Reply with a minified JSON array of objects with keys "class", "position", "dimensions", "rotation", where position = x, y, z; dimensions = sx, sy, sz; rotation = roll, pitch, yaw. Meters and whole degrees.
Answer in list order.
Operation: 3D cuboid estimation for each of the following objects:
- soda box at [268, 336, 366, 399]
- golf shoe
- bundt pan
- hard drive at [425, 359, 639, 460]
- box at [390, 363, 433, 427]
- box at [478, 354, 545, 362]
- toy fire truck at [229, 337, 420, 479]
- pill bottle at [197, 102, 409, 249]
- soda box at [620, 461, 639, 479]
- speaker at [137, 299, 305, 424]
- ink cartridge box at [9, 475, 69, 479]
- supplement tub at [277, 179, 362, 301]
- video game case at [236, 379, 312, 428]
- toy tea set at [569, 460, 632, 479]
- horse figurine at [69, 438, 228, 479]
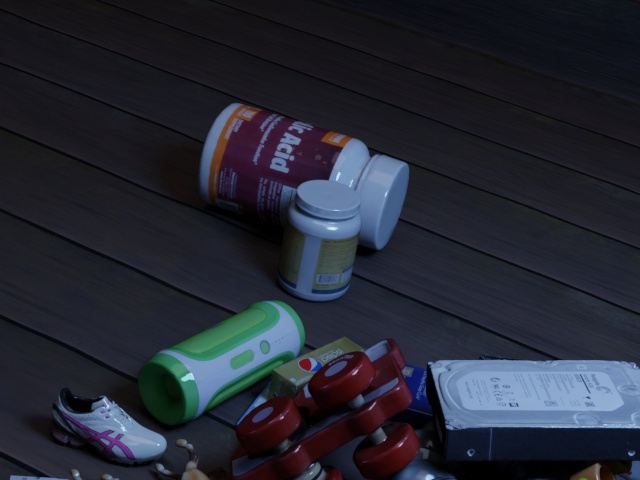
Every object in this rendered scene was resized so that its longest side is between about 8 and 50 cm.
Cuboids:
[{"class":"soda box","position":[-0.002,0.224,2.116],"dimensions":[0.058,0.061,0.181],"rotation":[30,34,33]},{"class":"golf shoe","position":[-0.321,0.281,1.915],"dimensions":[0.186,0.086,0.067],"rotation":[15,28,6]},{"class":"bundt pan","position":[0.238,0.379,1.889],"dimensions":[0.331,0.124,0.331],"rotation":[8,28,-4]},{"class":"hard drive","position":[0.340,0.253,1.918],"dimensions":[0.339,0.064,0.237],"rotation":[1,19,-2]},{"class":"box","position":[0.225,0.282,2.151],"dimensions":[0.225,0.036,0.136],"rotation":[16,29,7]},{"class":"box","position":[0.382,0.264,2.130],"dimensions":[0.175,0.051,0.220],"rotation":[8,15,-23]},{"class":"toy fire truck","position":[0.003,0.271,1.910],"dimensions":[0.302,0.169,0.254],"rotation":[-31,13,4]},{"class":"pill bottle","position":[-0.033,-0.126,2.599],"dimensions":[0.392,0.224,0.224],"rotation":[18,29,14]},{"class":"soda box","position":[0.575,0.331,2.139],"dimensions":[0.069,0.073,0.216],"rotation":[27,33,28]},{"class":"speaker","position":[-0.158,0.196,2.082],"dimensions":[0.131,0.131,0.297],"rotation":[28,33,29]},{"class":"ink cartridge box","position":[-0.402,0.362,1.800],"dimensions":[0.083,0.028,0.048],"rotation":[5,29,-9]},{"class":"supplement tub","position":[0.000,0.000,2.409],"dimensions":[0.144,0.199,0.144],"rotation":[8,29,-5]},{"class":"video game case","position":[-0.051,0.282,2.077],"dimensions":[0.119,0.015,0.166],"rotation":[19,30,14]},{"class":"toy tea set","position":[0.448,0.392,1.826],"dimensions":[0.124,0.200,0.336],"rotation":[-26,5,30]},{"class":"horse figurine","position":[-0.235,0.366,1.813],"dimensions":[0.263,0.066,0.174],"rotation":[-10,29,-28]}]
